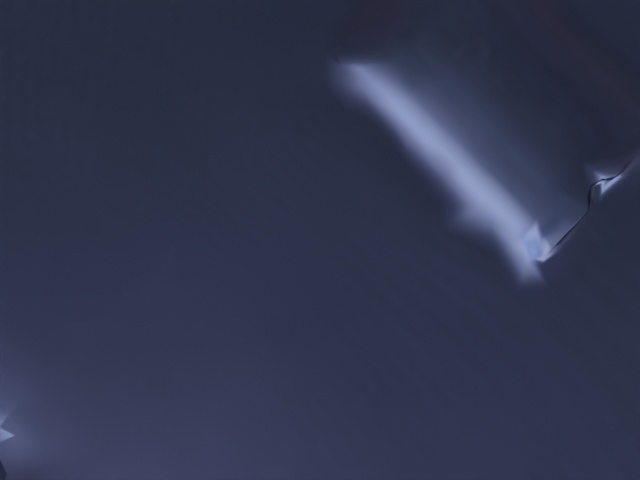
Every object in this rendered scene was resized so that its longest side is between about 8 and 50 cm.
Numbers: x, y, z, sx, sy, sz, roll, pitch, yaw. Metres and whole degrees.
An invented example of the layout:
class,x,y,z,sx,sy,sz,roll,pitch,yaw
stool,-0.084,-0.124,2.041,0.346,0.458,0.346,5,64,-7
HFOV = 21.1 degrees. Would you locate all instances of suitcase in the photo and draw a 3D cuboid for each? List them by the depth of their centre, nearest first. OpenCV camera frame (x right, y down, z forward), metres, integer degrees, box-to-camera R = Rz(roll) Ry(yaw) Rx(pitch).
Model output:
class,x,y,z,sx,sy,sz,roll,pitch,yaw
suitcase,0.000,0.000,0.504,0.345,0.339,0.188,45,165,-4
